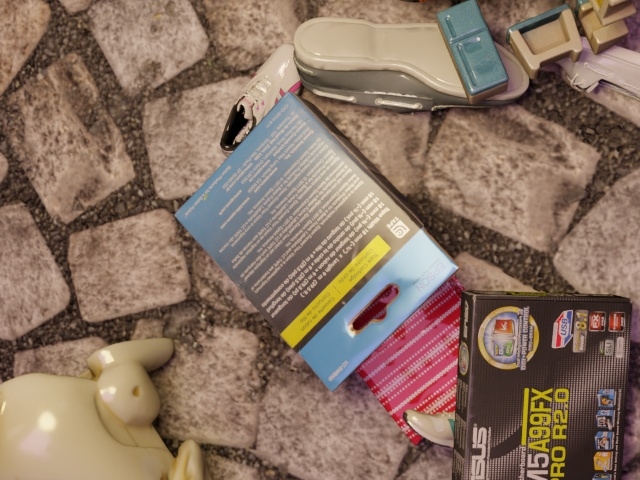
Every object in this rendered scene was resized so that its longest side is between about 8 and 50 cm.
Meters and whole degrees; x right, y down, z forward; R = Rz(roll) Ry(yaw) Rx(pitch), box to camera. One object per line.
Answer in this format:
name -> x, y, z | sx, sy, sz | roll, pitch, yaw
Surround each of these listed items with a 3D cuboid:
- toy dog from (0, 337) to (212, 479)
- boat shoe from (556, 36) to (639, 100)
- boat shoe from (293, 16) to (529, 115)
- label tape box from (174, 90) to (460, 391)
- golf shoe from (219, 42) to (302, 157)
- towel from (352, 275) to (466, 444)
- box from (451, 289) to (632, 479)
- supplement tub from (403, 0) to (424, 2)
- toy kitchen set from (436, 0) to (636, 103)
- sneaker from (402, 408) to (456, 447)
toy dog -> -0.277, 0.364, 1.135 | 0.284, 0.395, 0.408 | -28, 77, 4
boat shoe -> 0.361, -0.225, 1.123 | 0.184, 0.066, 0.063 | 17, 95, 2
boat shoe -> 0.120, -0.228, 1.171 | 0.319, 0.099, 0.116 | 9, 58, 1
label tape box -> 0.000, 0.000, 1.164 | 0.240, 0.106, 0.333 | -45, 75, 11
golf shoe -> -0.081, -0.196, 1.211 | 0.067, 0.086, 0.186 | 29, 97, 13
towel -> 0.124, 0.125, 1.206 | 0.199, 0.031, 0.275 | -39, 84, 13
box -> 0.288, 0.203, 1.120 | 0.216, 0.060, 0.270 | 3, 93, -8
supplement tub -> 0.198, -0.414, 1.075 | 0.338, 0.207, 0.207 | -2, 92, 12
toy kitchen set -> 0.254, -0.278, 1.019 | 0.207, 0.166, 0.122 | -22, 78, 6
sneaker -> 0.191, 0.249, 1.169 | 0.161, 0.057, 0.075 | 25, 91, -11
